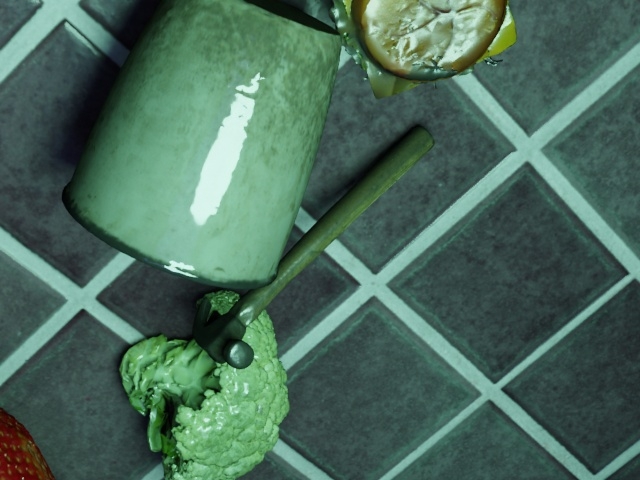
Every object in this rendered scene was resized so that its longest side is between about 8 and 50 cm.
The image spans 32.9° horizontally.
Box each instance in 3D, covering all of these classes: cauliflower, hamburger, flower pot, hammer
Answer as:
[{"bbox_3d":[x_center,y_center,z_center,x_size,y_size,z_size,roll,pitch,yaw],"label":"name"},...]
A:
[{"bbox_3d":[-0.176,0.226,1.600,0.250,0.275,0.272,17,148,19],"label":"cauliflower"},{"bbox_3d":[0.131,-0.309,1.394,0.243,0.138,0.261,-18,119,0],"label":"hamburger"},{"bbox_3d":[-0.128,-0.144,1.349,0.294,0.293,0.330,19,108,-20],"label":"flower pot"},{"bbox_3d":[0.000,0.000,1.477,0.440,0.168,0.044,-44,116,-16],"label":"hammer"}]

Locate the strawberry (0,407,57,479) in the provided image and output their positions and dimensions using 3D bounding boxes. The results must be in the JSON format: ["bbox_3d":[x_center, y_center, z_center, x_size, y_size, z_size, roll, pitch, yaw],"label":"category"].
[{"bbox_3d":[-0.503,0.367,1.571,0.250,0.238,0.288,-1,108,-16],"label":"strawberry"}]
